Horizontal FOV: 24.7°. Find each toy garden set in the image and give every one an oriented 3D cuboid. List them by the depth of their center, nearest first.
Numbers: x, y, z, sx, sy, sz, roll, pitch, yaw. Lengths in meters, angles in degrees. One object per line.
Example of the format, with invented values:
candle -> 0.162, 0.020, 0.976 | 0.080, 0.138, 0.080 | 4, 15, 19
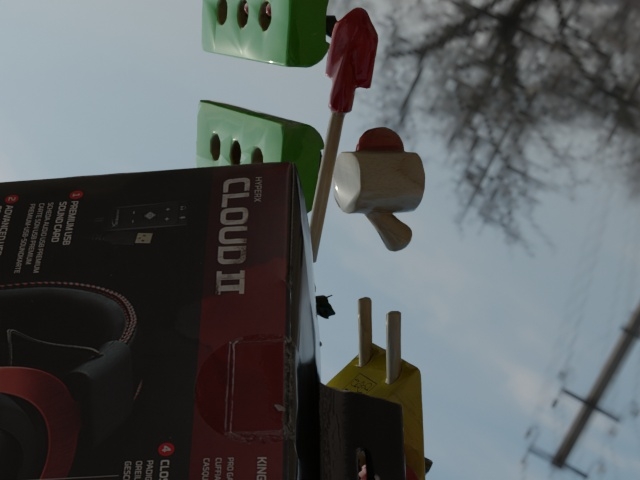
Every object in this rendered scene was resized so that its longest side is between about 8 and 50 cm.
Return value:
toy garden set -> 0.000, 0.000, 0.674 | 0.049, 0.244, 0.204 | -2, -169, -26

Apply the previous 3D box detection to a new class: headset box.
headset box -> -0.117, 0.089, 0.498 | 0.293, 0.110, 0.218 | -5, -135, 3
